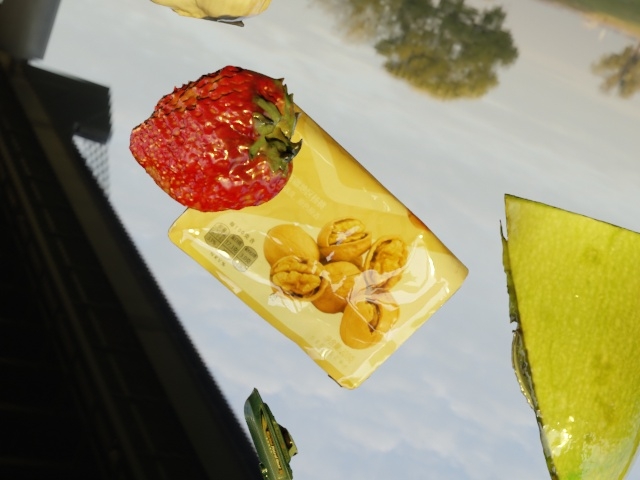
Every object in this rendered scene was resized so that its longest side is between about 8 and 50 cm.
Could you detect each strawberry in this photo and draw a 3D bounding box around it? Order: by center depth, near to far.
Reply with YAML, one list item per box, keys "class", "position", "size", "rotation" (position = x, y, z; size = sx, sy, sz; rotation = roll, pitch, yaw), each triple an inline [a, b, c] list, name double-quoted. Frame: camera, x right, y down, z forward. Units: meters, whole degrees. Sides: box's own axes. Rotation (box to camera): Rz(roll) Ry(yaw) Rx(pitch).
- class: "strawberry"
  position: [-0.092, -0.089, 0.991]
  size: [0.148, 0.131, 0.131]
  rotation: [-15, 175, 32]

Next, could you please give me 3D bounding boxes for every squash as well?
- class: "squash"
  position: [0.265, 0.132, 1.165]
  size: [0.210, 0.309, 0.233]
  rotation: [19, -176, 20]

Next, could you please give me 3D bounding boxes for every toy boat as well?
- class: "toy boat"
  position: [-0.074, 0.278, 1.534]
  size: [0.060, 0.141, 0.055]
  rotation: [-19, 173, -15]

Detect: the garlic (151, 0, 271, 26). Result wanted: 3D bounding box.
- class: "garlic"
  position: [-0.152, -0.337, 1.192]
  size: [0.142, 0.178, 0.229]
  rotation: [-4, -154, -38]

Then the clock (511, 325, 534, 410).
- class: "clock"
  position: [0.437, 0.185, 1.675]
  size: [0.280, 0.281, 0.055]
  rotation: [27, -151, 17]

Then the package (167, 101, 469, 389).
- class: "package"
  position: [-0.006, -0.007, 1.330]
  size: [0.311, 0.221, 0.165]
  rotation: [40, -169, -15]
